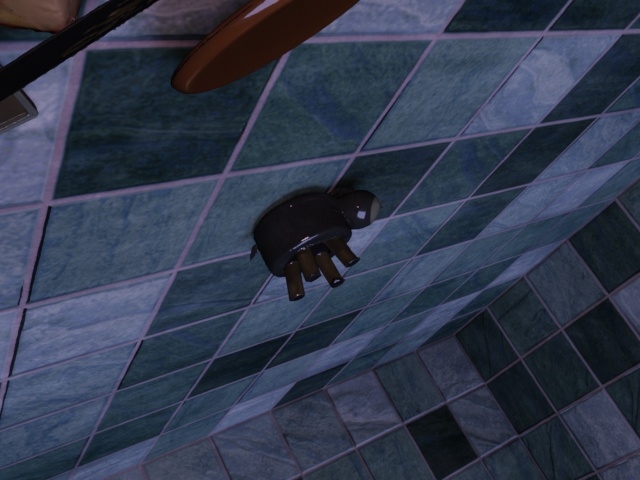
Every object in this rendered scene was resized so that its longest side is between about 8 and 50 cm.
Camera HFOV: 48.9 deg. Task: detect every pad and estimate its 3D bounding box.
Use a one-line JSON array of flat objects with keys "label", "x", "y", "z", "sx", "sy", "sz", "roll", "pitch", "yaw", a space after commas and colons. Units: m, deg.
[{"label": "pad", "x": -0.121, "y": -0.161, "z": 0.547, "sx": 0.375, "sy": 0.063, "sz": 0.315, "roll": -38, "pitch": -159, "yaw": -13}]

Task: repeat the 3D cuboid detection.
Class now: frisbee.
[{"label": "frisbee", "x": -0.035, "y": -0.211, "z": 0.685, "sx": 0.250, "sy": 0.021, "sz": 0.251, "roll": -30, "pitch": -174, "yaw": 4}]

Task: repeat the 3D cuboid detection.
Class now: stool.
[{"label": "stool", "x": -0.002, "y": -0.002, "z": 1.185, "sx": 0.228, "sy": 0.139, "sz": 0.153, "roll": -33, "pitch": 161, "yaw": 13}]

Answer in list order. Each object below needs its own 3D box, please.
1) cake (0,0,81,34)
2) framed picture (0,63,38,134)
[{"label": "cake", "x": -0.259, "y": -0.185, "z": 0.396, "sx": 0.261, "sy": 0.160, "sz": 0.158, "roll": -25, "pitch": 162, "yaw": -11}, {"label": "framed picture", "x": -0.373, "y": -0.109, "z": 0.617, "sx": 0.203, "sy": 0.015, "sz": 0.150, "roll": -28, "pitch": 159, "yaw": -5}]
